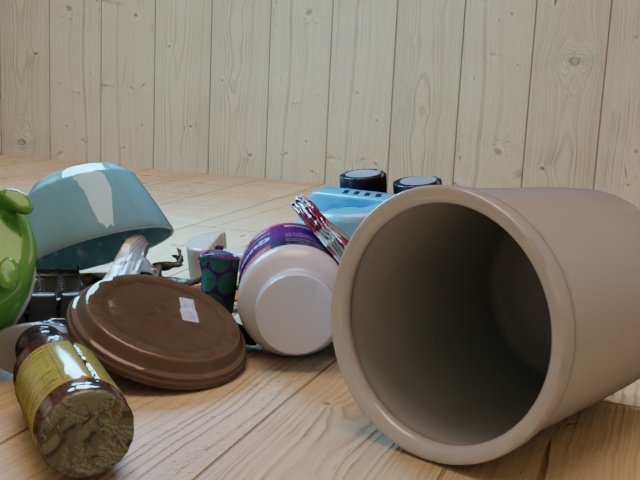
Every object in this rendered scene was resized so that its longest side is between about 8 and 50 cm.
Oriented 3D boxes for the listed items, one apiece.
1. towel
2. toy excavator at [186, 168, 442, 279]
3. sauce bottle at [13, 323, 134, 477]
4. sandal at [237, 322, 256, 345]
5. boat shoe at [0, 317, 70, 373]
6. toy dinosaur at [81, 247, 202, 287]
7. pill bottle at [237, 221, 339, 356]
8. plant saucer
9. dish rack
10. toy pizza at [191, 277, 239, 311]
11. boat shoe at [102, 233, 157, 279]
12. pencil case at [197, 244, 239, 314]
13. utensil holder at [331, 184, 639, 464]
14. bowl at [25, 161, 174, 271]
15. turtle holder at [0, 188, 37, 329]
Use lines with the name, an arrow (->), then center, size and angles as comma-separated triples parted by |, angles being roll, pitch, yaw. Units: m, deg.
towel -> 0.090, 0.054, 1.590 | 0.237, 0.037, 0.329 | 39, 6, -37
toy excavator -> 0.000, 0.000, 2.023 | 0.432, 0.222, 0.445 | 8, 21, 34
sauce bottle -> -0.317, 0.179, 1.174 | 0.111, 0.112, 0.344 | -2, 10, -23
sandal -> -0.186, 0.151, 1.520 | 0.179, 0.040, 0.067 | 9, 17, -26
boat shoe -> -0.387, 0.154, 1.403 | 0.219, 0.078, 0.070 | 5, 8, -38
toy dinosaur -> -0.319, 0.068, 1.840 | 0.268, 0.064, 0.118 | -7, 21, 13
pill bottle -> -0.046, 0.080, 1.574 | 0.181, 0.182, 0.323 | 2, 10, -4
plant saucer -> -0.238, 0.125, 1.422 | 0.277, 0.041, 0.278 | 17, 22, -7
dish rack -> -0.514, 0.097, 1.678 | 0.208, 0.074, 0.271 | 1, 9, -16
toy pizza -> -0.197, 0.098, 1.843 | 0.201, 0.032, 0.201 | 3, 10, 0
boat shoe -> -0.342, 0.072, 1.735 | 0.081, 0.079, 0.227 | 17, 35, -1
pencil case -> -0.176, 0.088, 1.580 | 0.070, 0.152, 0.064 | 10, 14, 3
utensil holder -> 0.255, 0.086, 1.254 | 0.327, 0.328, 0.385 | 11, 11, 39
bowl -> -0.461, -0.050, 1.892 | 0.311, 0.163, 0.311 | -17, -7, -2
turtle holder -> -0.557, 0.027, 1.411 | 0.243, 0.227, 0.320 | -20, 62, -31
